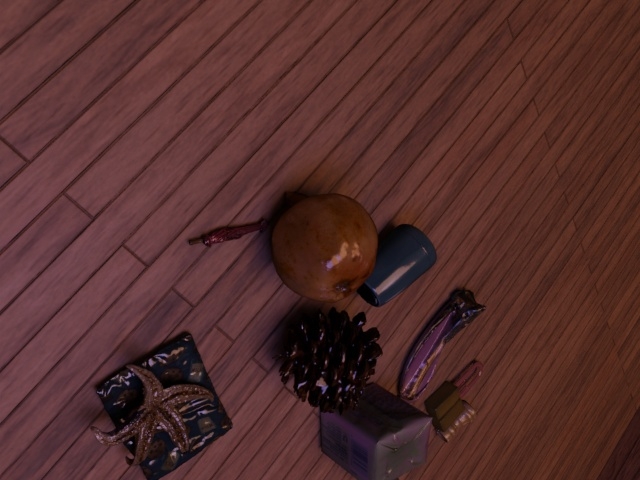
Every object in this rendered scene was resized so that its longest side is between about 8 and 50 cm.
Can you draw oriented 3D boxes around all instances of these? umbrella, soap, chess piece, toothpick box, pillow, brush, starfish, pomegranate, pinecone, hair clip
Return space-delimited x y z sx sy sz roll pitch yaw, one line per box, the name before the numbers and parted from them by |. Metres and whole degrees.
umbrella | -0.162 -0.012 1.018 0.165 0.025 0.027 -17 93 -36
soap | 0.125 0.446 1.293 0.182 0.199 0.138 -12 109 -37
chess piece | 0.394 0.530 1.633 0.122 0.066 0.066 -36 125 -17
toothpick box | 0.158 0.059 1.240 0.184 0.120 0.120 -40 126 -19
pillow | -0.277 0.314 1.028 0.189 0.034 0.256 -31 122 -27
brush | 0.402 0.436 1.613 0.233 0.047 0.103 -36 122 -25
starfish | -0.285 0.289 0.963 0.213 0.057 0.238 -28 123 -36
pomegranate | 0.008 0.013 1.049 0.207 0.207 0.207 -14 113 -35
pinecone | 0.015 0.233 1.129 0.221 0.221 0.221 -14 113 -35
hair clip | 0.308 0.281 1.480 0.359 0.095 0.110 -52 165 -2

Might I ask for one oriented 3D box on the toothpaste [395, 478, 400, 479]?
toothpaste | 0.145 0.596 1.386 0.299 0.114 0.073 60 45 -56
